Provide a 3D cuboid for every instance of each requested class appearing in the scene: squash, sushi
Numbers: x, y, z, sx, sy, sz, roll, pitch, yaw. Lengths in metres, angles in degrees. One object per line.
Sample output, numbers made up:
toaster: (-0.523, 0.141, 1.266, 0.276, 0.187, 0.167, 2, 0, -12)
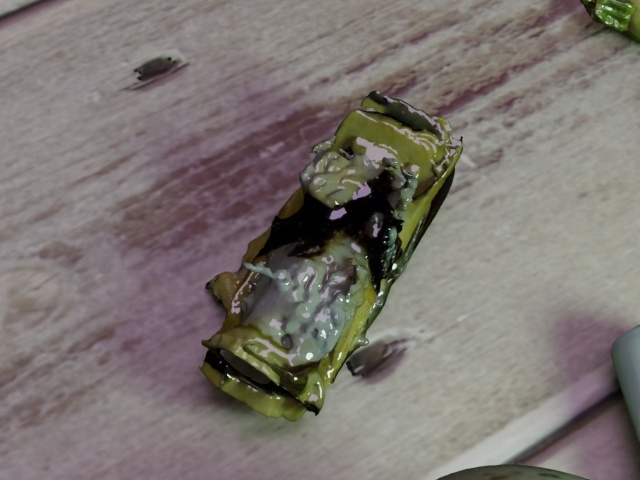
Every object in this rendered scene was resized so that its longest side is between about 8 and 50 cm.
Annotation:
squash: (0.336, -0.204, 1.371, 0.200, 0.090, 0.075, 19, 91, 8)
sushi: (-0.001, 0.004, 1.176, 0.139, 0.131, 0.291, 28, 68, 8)

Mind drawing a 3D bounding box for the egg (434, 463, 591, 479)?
egg: (0.166, 0.308, 0.919, 0.288, 0.287, 0.379, -16, 54, -16)

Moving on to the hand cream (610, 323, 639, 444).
hand cream: (0.290, 0.204, 1.120, 0.109, 0.067, 0.320, 17, 49, -40)
